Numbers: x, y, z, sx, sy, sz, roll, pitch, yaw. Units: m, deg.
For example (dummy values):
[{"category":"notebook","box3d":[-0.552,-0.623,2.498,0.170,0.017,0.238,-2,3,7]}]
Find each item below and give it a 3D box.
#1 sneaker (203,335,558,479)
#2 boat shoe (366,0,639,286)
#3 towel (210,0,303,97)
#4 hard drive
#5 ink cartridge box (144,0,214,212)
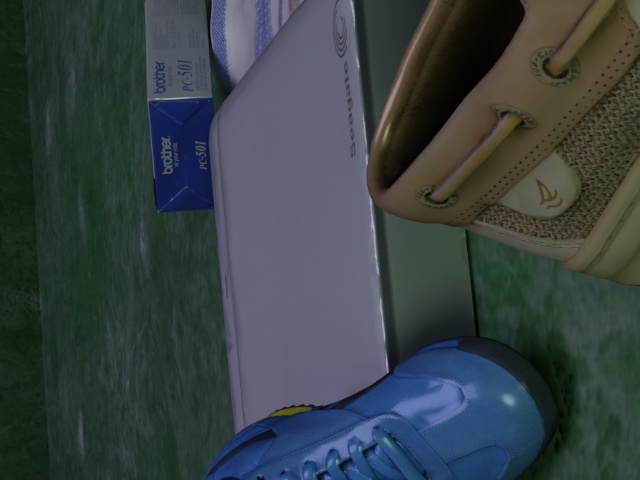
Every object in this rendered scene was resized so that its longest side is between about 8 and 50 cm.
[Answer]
[{"category":"sneaker","box3d":[0.016,0.101,0.787,0.209,0.082,0.069,-25,100,49]},{"category":"boat shoe","box3d":[0.084,-0.103,0.497,0.341,0.110,0.122,104,173,-51]},{"category":"towel","box3d":[-0.031,-0.209,1.111,0.285,0.034,0.209,147,119,-73]},{"category":"hard drive","box3d":[0.000,0.000,1.005,0.353,0.047,0.233,145,121,-72]},{"category":"ink cartridge box","box3d":[-0.099,-0.123,1.284,0.207,0.046,0.097,-97,5,-49]}]
